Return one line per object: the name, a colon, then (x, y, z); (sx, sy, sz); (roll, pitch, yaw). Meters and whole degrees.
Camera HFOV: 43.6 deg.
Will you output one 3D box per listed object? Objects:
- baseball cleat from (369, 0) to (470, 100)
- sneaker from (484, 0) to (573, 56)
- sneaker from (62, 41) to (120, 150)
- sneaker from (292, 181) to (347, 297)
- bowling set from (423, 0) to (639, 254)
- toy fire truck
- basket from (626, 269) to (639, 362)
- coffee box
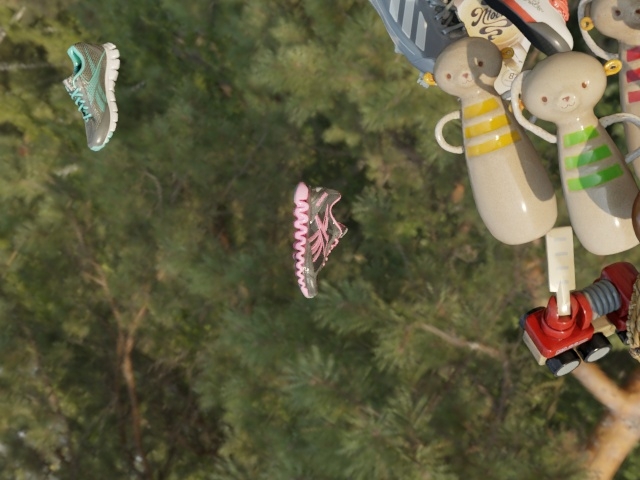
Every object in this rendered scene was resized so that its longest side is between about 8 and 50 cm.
baseball cleat: (0.091, -0.226, 0.712); (0.206, 0.109, 0.072); (49, -136, 6)
sneaker: (0.349, -0.391, 1.233); (0.090, 0.145, 0.270); (42, -165, -39)
sneaker: (-0.341, -0.214, 1.173); (0.076, 0.166, 0.065); (6, 166, -39)
sneaker: (0.000, 0.000, 0.818); (0.057, 0.119, 0.047); (-1, -172, -9)
bowling set: (0.208, -0.085, 0.475); (0.200, 0.287, 0.154); (-56, -54, -72)
toy fire truck: (0.450, 0.085, 1.351); (0.246, 0.217, 0.158); (79, 167, -57)
basket: (0.629, 0.081, 1.206); (0.213, 0.299, 0.223); (43, 150, -8)
coffee box: (0.303, -0.424, 1.446); (0.168, 0.297, 0.118); (10, -148, -5)
